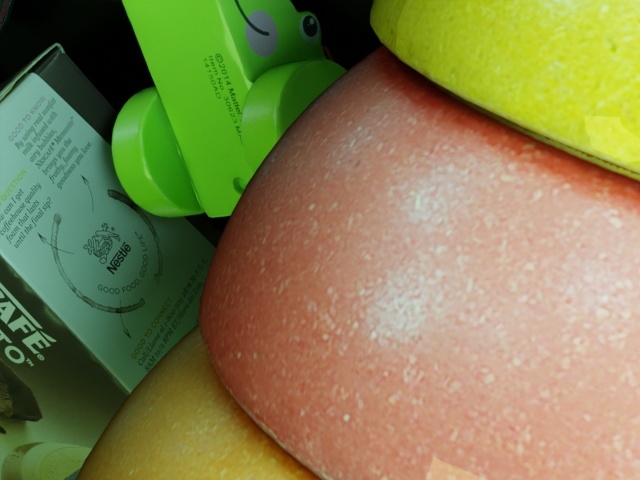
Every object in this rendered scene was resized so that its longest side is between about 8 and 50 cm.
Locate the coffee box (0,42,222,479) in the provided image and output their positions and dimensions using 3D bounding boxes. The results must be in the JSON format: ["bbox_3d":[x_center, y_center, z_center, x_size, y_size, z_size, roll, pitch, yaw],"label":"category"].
[{"bbox_3d":[-0.116,0.065,0.829,0.168,0.119,0.297,-24,112,45],"label":"coffee box"}]

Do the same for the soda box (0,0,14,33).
[{"bbox_3d":[-0.172,-0.159,0.767,0.053,0.060,0.169,23,139,-8],"label":"soda box"}]

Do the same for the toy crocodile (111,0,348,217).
[{"bbox_3d":[0.000,0.000,0.736,0.115,0.105,0.340,-11,109,45],"label":"toy crocodile"}]

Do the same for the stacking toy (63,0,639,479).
[{"bbox_3d":[0.117,-0.017,0.456,0.350,0.350,0.480,26,111,22],"label":"stacking toy"}]
